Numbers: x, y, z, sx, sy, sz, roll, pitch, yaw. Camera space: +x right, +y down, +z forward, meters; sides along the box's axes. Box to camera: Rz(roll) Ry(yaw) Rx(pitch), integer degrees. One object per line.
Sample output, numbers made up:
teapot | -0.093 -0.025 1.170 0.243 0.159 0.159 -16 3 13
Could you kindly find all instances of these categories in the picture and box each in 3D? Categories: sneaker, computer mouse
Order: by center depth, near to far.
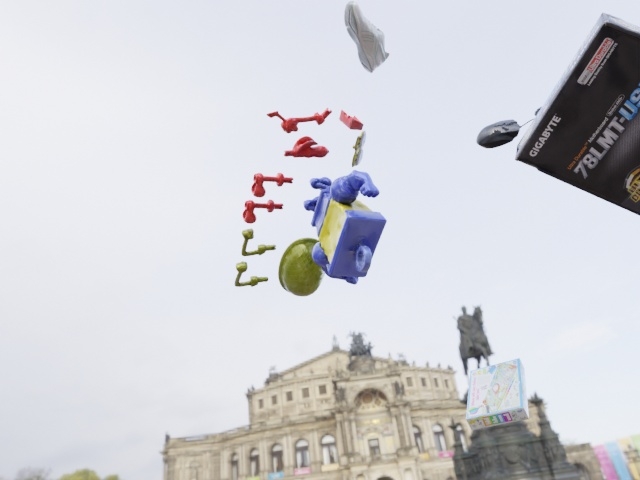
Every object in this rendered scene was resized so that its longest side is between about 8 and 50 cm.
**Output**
sneaker | 0.097 -0.433 1.060 0.061 0.054 0.152 -35 -51 -5
computer mouse | 0.514 -0.304 1.292 0.241 0.071 0.041 -24 -51 11

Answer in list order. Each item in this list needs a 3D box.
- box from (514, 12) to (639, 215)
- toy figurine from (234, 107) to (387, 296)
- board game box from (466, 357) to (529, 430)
box | 0.572 -0.220 0.941 0.293 0.073 0.296 25 -48 3
toy figurine | 0.000 0.000 0.795 0.191 0.217 0.363 1 -58 -30
board game box | 0.330 0.285 0.949 0.103 0.026 0.154 -23 11 26
